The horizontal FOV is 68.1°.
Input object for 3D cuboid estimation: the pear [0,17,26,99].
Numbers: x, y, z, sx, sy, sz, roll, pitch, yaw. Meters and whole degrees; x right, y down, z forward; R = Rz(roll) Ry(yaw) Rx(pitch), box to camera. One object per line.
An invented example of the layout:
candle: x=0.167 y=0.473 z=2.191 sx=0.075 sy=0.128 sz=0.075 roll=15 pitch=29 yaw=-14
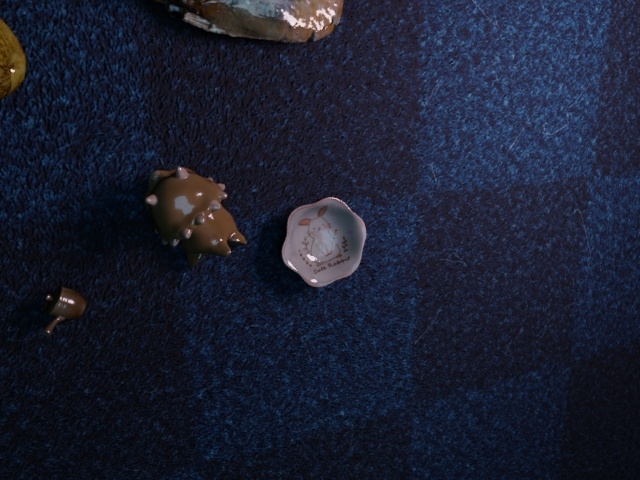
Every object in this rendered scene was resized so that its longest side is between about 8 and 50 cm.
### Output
pear: x=-0.620 y=-0.318 z=0.819 sx=0.197 sy=0.197 sz=0.197 roll=-5 pitch=105 yaw=-21

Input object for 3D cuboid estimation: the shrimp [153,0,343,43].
shrimp: x=-0.149 y=-0.536 z=1.007 sx=0.445 sy=0.110 sz=0.221 roll=-10 pitch=101 yaw=-23

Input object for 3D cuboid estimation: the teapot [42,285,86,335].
teapot: x=-0.560 y=0.157 z=1.014 sx=0.085 sy=0.110 sz=0.080 roll=-26 pitch=137 yaw=32

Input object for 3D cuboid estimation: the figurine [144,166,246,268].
figurine: x=-0.274 y=-0.049 z=1.032 sx=0.177 sy=0.173 sz=0.247 roll=-26 pitch=111 yaw=-15

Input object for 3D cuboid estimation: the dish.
dish: x=0.000 y=0.000 z=1.208 sx=0.229 sy=0.081 sz=0.229 roll=-4 pitch=101 yaw=-19
